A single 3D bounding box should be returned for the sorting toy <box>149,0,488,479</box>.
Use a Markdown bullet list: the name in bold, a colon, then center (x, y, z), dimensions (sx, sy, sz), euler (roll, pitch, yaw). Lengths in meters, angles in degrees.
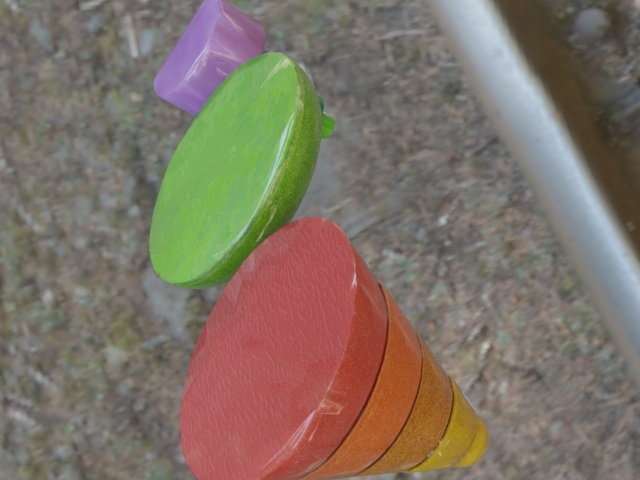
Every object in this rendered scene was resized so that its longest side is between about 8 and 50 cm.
- **sorting toy**: center (0.000, 0.000, 0.759), dimensions (0.127, 0.126, 0.366), euler (-51, 29, 21)
